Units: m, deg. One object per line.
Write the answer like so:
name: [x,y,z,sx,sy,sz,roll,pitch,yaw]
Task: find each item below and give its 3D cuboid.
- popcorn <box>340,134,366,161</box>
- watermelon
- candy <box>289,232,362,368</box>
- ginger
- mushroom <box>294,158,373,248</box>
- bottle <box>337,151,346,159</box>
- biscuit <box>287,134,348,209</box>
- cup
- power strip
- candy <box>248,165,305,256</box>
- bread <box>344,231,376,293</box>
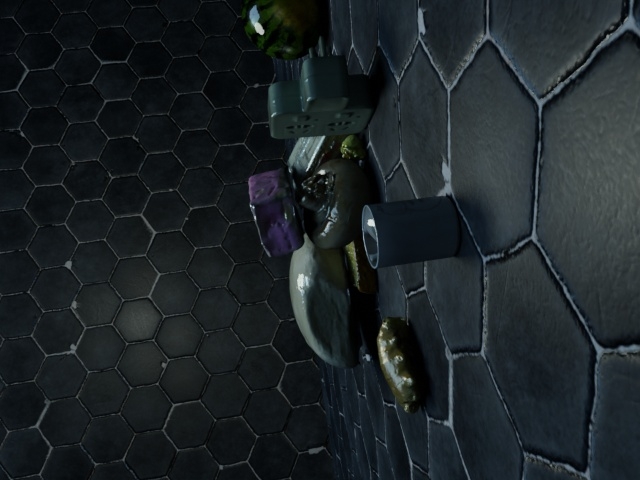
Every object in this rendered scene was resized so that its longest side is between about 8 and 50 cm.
popcorn: [0.081,-0.224,1.418,0.083,0.059,0.068,-123,26,-55]
watermelon: [-0.111,-0.678,1.734,0.269,0.268,0.269,172,90,-83]
candy: [0.013,0.150,1.691,0.427,0.186,0.387,-87,-17,-60]
ginger: [0.163,0.258,1.180,0.115,0.081,0.206,-1,-107,-66]
mushroom: [0.028,-0.091,1.412,0.226,0.178,0.227,-19,66,50]
bottle: [0.036,-0.180,1.634,0.104,0.104,0.245,95,167,-60]
biscuit: [-0.007,-0.256,1.544,0.309,0.079,0.186,-63,34,34]
cup: [0.133,-0.026,0.905,0.136,0.133,0.099,-105,9,-47]
power strip: [-0.002,-0.327,1.269,0.261,0.229,0.141,118,145,-79]
candy: [-0.112,-0.080,1.496,0.265,0.115,0.156,-109,5,-66]
bread: [0.105,0.047,1.512,0.103,0.065,0.188,-171,72,-77]
